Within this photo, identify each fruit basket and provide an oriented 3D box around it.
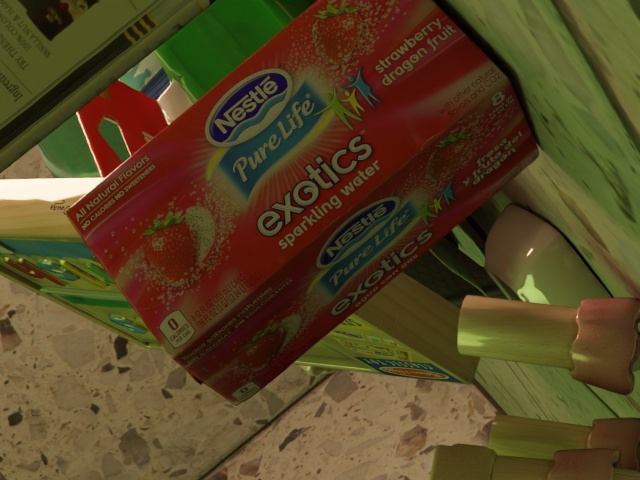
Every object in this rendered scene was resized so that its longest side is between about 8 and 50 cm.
[{"bbox_3d":[0.002,-0.085,1.477,0.327,0.165,0.353,50,-178,22],"label":"fruit basket"}]

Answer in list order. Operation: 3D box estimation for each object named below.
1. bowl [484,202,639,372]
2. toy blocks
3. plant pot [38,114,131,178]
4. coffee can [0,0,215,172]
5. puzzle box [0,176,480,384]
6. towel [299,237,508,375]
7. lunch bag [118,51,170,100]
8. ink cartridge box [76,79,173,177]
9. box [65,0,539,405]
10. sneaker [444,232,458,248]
[{"bbox_3d":[0.182,0.046,1.277,0.142,0.053,0.142,50,180,-16],"label":"bowl"},{"bbox_3d":[0.215,0.230,1.143,0.260,0.309,0.288,7,154,15],"label":"toy blocks"},{"bbox_3d":[-0.251,-0.238,1.946,0.334,0.341,0.341,53,178,-42],"label":"plant pot"},{"bbox_3d":[-0.120,-0.169,0.716,0.201,0.275,0.201,51,178,2],"label":"coffee can"},{"bbox_3d":[-0.102,0.030,1.325,0.409,0.052,0.272,1,157,47],"label":"puzzle box"},{"bbox_3d":[0.000,0.000,1.683,0.317,0.053,0.332,40,-149,29],"label":"towel"},{"bbox_3d":[-0.121,-0.188,1.741,0.090,0.176,0.219,51,-168,17],"label":"lunch bag"},{"bbox_3d":[-0.099,-0.068,1.512,0.261,0.066,0.296,31,-160,-37],"label":"ink cartridge box"},{"bbox_3d":[-0.008,-0.035,1.016,0.128,0.257,0.122,50,180,26],"label":"box"},{"bbox_3d":[0.094,-0.034,1.908,0.161,0.057,0.075,48,175,-37],"label":"sneaker"}]
